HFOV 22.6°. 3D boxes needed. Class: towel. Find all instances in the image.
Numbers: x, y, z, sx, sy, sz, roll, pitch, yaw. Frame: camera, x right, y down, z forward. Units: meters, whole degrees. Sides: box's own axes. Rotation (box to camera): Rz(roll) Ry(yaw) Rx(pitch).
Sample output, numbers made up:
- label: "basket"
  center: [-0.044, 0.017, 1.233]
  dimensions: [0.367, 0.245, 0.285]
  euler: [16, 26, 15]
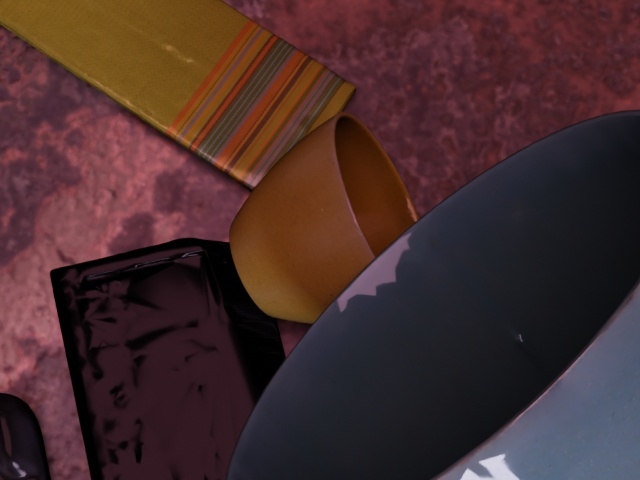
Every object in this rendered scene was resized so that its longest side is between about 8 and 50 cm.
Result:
- label: "towel"
  center: [-0.099, -0.125, 1.074]
  dimensions: [0.237, 0.021, 0.102]
  euler: [33, 74, 8]

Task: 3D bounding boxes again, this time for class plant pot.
- label: "plant pot"
  center: [0.000, 0.000, 1.000]
  dimensions: [0.095, 0.134, 0.134]
  euler: [-24, 77, 18]
- label: "plant pot"
  center: [0.136, 0.118, 0.815]
  dimensions: [0.293, 0.293, 0.235]
  euler: [-46, 106, -10]

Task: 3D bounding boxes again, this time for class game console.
- label: "game console"
  center: [-0.194, 0.131, 1.004]
  dimensions: [0.361, 0.044, 0.213]
  euler: [-12, 76, -4]

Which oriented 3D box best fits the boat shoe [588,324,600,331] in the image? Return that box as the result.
- label: "boat shoe"
  center: [0.236, 0.111, 0.969]
  dimensions: [0.341, 0.121, 0.110]
  euler: [31, 78, 5]
